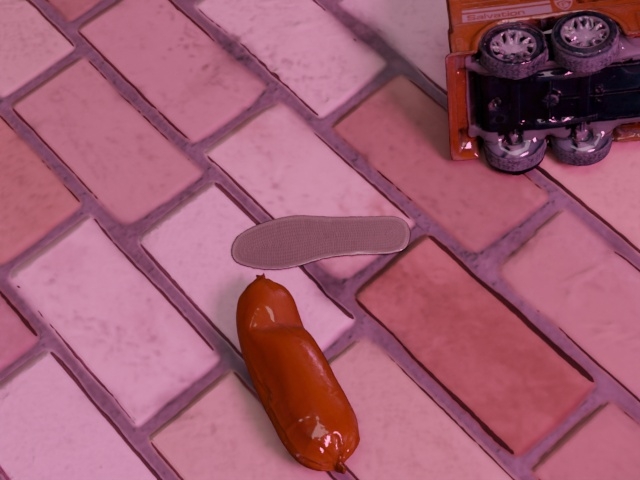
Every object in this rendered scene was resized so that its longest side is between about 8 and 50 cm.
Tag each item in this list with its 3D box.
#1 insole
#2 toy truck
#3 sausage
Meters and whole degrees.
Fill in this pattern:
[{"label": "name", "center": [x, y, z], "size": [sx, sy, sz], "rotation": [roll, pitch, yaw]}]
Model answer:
[{"label": "insole", "center": [0.000, 0.000, 1.006], "size": [0.152, 0.002, 0.053], "rotation": [-3, 59, 4]}, {"label": "toy truck", "center": [0.254, -0.167, 1.008], "size": [0.305, 0.136, 0.162], "rotation": [-6, 50, 5]}, {"label": "sausage", "center": [-0.022, 0.105, 0.919], "size": [0.062, 0.054, 0.183], "rotation": [-5, 51, -36]}]
